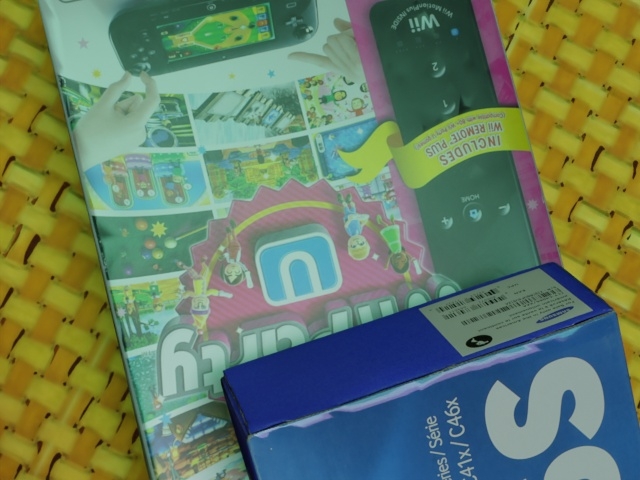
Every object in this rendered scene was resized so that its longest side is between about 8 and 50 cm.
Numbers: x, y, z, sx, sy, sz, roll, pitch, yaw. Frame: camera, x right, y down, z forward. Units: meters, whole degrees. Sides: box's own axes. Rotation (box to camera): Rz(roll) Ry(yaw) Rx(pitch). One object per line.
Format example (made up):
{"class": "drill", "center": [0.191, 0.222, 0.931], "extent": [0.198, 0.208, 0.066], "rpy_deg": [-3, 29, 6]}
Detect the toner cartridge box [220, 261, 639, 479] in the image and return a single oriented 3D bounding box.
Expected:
{"class": "toner cartridge box", "center": [0.081, 0.200, 0.707], "extent": [0.165, 0.075, 0.348], "rpy_deg": [-18, 109, -7]}

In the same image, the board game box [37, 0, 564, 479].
{"class": "board game box", "center": [0.000, 0.000, 0.779], "extent": [0.224, 0.097, 0.303], "rpy_deg": [-14, 86, -9]}
